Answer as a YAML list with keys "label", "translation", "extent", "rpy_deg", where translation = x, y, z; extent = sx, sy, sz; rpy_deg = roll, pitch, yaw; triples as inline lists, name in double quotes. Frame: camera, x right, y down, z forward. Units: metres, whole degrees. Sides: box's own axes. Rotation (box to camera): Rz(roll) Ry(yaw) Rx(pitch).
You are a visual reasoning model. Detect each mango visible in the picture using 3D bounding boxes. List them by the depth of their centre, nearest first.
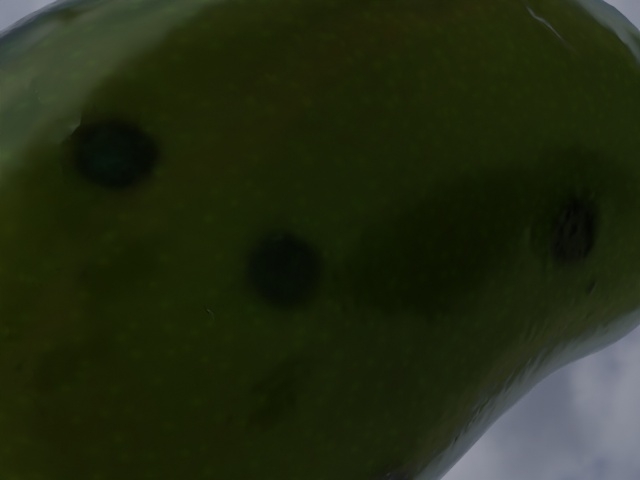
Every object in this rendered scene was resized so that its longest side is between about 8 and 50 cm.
- label: "mango"
  translation: [0.000, 0.000, 0.494]
  extent: [0.293, 0.143, 0.175]
  rpy_deg: [-18, -73, -35]
